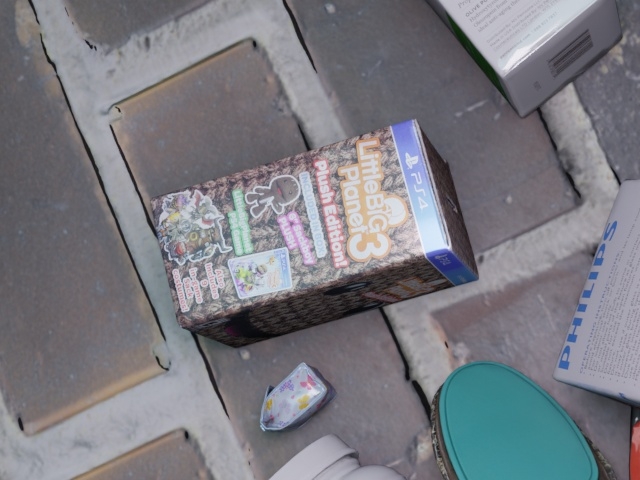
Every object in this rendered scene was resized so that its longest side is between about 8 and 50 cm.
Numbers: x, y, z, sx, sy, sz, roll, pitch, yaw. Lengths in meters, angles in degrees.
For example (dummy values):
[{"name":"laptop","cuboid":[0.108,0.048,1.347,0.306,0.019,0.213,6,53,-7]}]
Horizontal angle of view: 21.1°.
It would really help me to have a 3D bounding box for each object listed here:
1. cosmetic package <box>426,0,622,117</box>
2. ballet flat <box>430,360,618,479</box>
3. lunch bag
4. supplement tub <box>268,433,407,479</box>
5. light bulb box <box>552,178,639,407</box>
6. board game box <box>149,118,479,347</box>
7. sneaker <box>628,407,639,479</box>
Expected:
[{"name":"cosmetic package","cuboid":[0.156,-0.334,1.864,0.155,0.197,0.365,-39,73,5]},{"name":"ballet flat","cuboid":[0.255,0.312,1.711,0.164,0.182,0.483,-23,36,-16]},{"name":"lunch bag","cuboid":[-0.030,0.176,1.881,0.083,0.071,0.053,-44,76,3]},{"name":"supplement tub","cuboid":[0.061,0.373,1.745,0.316,0.228,0.228,42,91,16]},{"name":"light bulb box","cuboid":[0.458,0.100,1.579,0.358,0.361,0.225,22,86,-11]},{"name":"board game box","cuboid":[0.000,0.000,1.822,0.291,0.232,0.141,-16,78,10]},{"name":"sneaker","cuboid":[0.390,0.270,1.763,0.145,0.090,0.270,-1,84,12]}]
